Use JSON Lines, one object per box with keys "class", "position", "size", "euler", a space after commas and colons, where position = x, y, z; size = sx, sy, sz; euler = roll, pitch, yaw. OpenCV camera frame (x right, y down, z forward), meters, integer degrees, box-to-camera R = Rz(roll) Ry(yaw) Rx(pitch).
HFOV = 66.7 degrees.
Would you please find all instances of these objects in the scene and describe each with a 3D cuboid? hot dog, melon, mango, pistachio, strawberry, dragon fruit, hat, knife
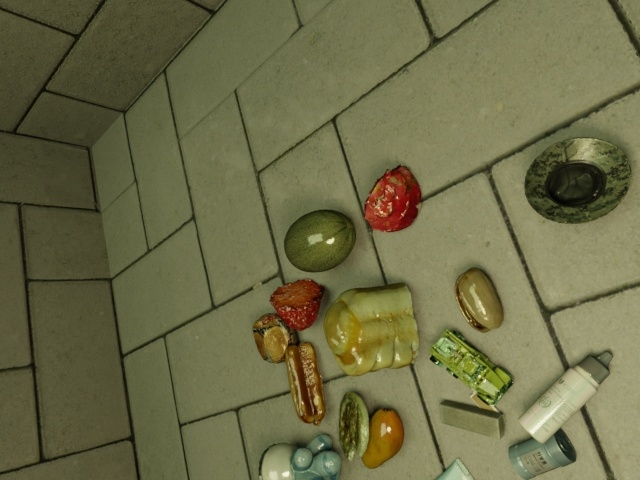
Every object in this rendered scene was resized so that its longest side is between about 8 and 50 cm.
{"class": "hot dog", "position": [-0.060, 0.586, 1.979], "size": [0.100, 0.135, 0.337], "euler": [113, 145, -65]}
{"class": "melon", "position": [0.000, 0.000, 1.900], "size": [0.302, 0.237, 0.237], "euler": [-25, 71, 36]}
{"class": "mango", "position": [0.219, 0.719, 1.742], "size": [0.138, 0.113, 0.253], "euler": [28, 110, 24]}
{"class": "pistachio", "position": [0.503, 0.188, 1.544], "size": [0.129, 0.131, 0.206], "euler": [104, 147, -74]}
{"class": "strawberry", "position": [-0.081, 0.277, 2.016], "size": [0.234, 0.234, 0.178], "euler": [15, 127, 40]}
{"class": "dragon fruit", "position": [0.269, -0.142, 1.753], "size": [0.189, 0.163, 0.261], "euler": [21, 102, 11]}
{"class": "hat", "position": [0.719, -0.157, 1.373], "size": [0.266, 0.128, 0.265], "euler": [-4, 80, 26]}
{"class": "knife", "position": [0.506, 0.498, 1.575], "size": [0.256, 0.022, 0.046], "euler": [50, 122, 26]}

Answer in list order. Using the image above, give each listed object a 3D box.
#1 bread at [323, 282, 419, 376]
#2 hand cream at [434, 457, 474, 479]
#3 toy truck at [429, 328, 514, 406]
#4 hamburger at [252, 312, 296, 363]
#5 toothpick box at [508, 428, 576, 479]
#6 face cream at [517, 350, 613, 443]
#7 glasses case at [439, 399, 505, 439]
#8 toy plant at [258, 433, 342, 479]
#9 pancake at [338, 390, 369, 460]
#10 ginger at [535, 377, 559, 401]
{"class": "bread", "position": [0.156, 0.314, 1.691], "size": [0.210, 0.341, 0.300], "euler": [-32, 69, 59]}
{"class": "hand cream", "position": [0.388, 0.861, 1.636], "size": [0.312, 0.070, 0.111], "euler": [-46, 58, 19]}
{"class": "toy truck", "position": [0.461, 0.396, 1.527], "size": [0.259, 0.135, 0.128], "euler": [39, 91, 30]}
{"class": "hamburger", "position": [-0.195, 0.423, 2.120], "size": [0.231, 0.107, 0.231], "euler": [-1, 88, 36]}
{"class": "toothpick box", "position": [0.638, 0.615, 1.403], "size": [0.153, 0.101, 0.101], "euler": [-43, 61, 31]}
{"class": "face cream", "position": [0.690, 0.424, 1.348], "size": [0.311, 0.092, 0.092], "euler": [-47, 58, 7]}
{"class": "glasses case", "position": [0.484, 0.570, 1.560], "size": [0.205, 0.047, 0.070], "euler": [-2, 97, 45]}
{"class": "toy plant", "position": [-0.050, 0.880, 1.893], "size": [0.332, 0.247, 0.247], "euler": [-29, 69, 31]}
{"class": "pancake", "position": [0.117, 0.686, 1.810], "size": [0.253, 0.037, 0.253], "euler": [-173, 90, -71]}
{"class": "ginger", "position": [0.675, 0.466, 1.421], "size": [0.137, 0.044, 0.057], "euler": [-56, 28, 20]}
